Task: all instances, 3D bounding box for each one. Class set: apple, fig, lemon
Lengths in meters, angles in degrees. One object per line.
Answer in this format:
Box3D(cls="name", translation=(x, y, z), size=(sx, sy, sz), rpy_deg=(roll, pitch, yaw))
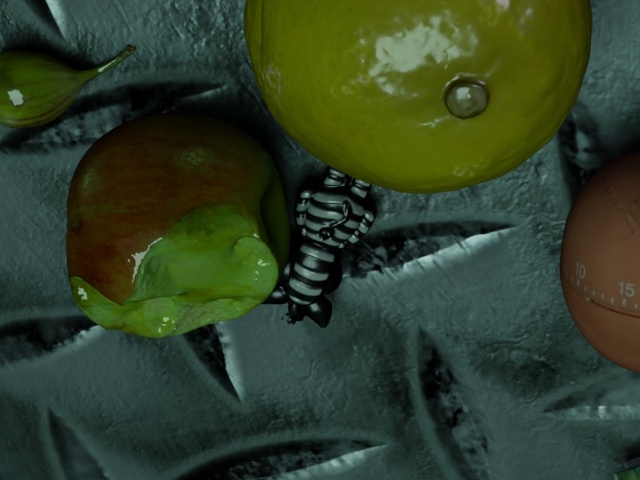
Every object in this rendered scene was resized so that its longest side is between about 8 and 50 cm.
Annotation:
Box3D(cls="apple", translation=(-0.148, -0.011, 1.792), size=(0.226, 0.246, 0.246), rpy_deg=(1, 121, 7))
Box3D(cls="fig", translation=(-0.286, -0.164, 1.823), size=(0.166, 0.093, 0.093), rpy_deg=(0, 121, 12))
Box3D(cls="lemon", translation=(0.091, -0.203, 1.564), size=(0.348, 0.348, 0.348), rpy_deg=(6, 122, 10))

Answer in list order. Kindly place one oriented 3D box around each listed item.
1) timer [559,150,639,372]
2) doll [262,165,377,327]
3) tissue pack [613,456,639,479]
Box3D(cls="timer", translation=(0.356, 0.018, 1.696), size=(0.230, 0.229, 0.214), rpy_deg=(9, 113, 9))
Box3D(cls="doll", translation=(0.000, 0.000, 1.868), size=(0.091, 0.067, 0.219), rpy_deg=(18, 118, -10))
Box3D(cls="tissue pack", translation=(0.404, 0.275, 1.937), size=(0.111, 0.079, 0.085), rpy_deg=(-22, 145, 25))
